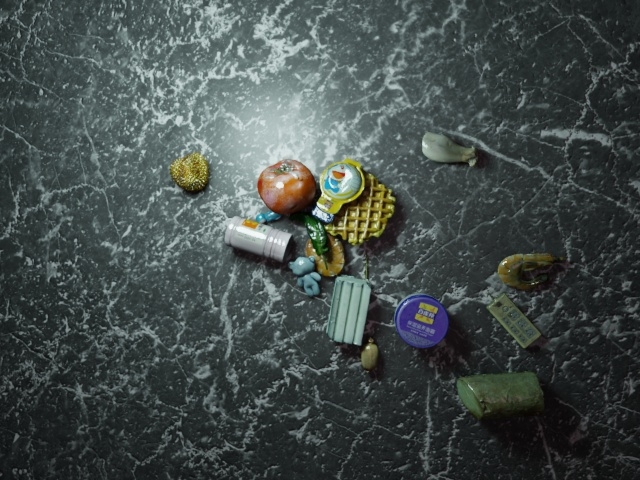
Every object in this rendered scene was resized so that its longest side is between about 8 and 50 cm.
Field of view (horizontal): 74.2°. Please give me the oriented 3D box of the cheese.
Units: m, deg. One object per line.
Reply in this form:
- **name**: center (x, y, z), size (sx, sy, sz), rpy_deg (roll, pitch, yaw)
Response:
- **cheese**: center (0.067, -0.195, 1.633), size (0.177, 0.069, 0.270), rpy_deg (28, 83, 13)

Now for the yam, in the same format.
- **yam**: center (0.702, 0.601, 1.639), size (0.305, 0.168, 0.167), rpy_deg (-7, 92, 4)

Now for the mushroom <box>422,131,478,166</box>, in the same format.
- **mushroom**: center (0.502, -0.348, 1.642), size (0.225, 0.093, 0.116), rpy_deg (21, 74, 9)

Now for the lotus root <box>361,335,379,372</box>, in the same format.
- **lotus root**: center (0.202, 0.468, 1.727), size (0.073, 0.062, 0.150), rpy_deg (2, 95, 5)

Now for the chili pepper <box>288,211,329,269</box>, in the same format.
- **chili pepper**: center (-0.030, -0.021, 1.675), size (0.278, 0.065, 0.122), rpy_deg (59, 140, 19)

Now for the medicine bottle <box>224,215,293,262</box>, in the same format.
- **medicine bottle**: center (-0.249, -0.003, 1.714), size (0.250, 0.133, 0.133), rpy_deg (19, 95, 6)

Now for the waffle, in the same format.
- **waffle**: center (0.146, -0.135, 1.676), size (0.282, 0.058, 0.300), rpy_deg (29, 81, 11)

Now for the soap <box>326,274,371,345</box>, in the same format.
- **soap**: center (0.115, 0.277, 1.712), size (0.150, 0.094, 0.261), rpy_deg (10, 96, 1)

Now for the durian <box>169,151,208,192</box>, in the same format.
- **durian**: center (-0.535, -0.278, 1.735), size (0.158, 0.137, 0.167), rpy_deg (5, 108, 25)

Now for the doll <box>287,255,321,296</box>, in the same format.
- **doll**: center (-0.052, 0.143, 1.739), size (0.120, 0.075, 0.179), rpy_deg (-17, 117, 13)

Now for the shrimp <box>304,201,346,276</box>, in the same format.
- **shrimp**: center (0.000, 0.000, 1.729), size (0.165, 0.062, 0.316), rpy_deg (-18, 90, 14)

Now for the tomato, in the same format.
- **tomato**: center (-0.132, -0.200, 1.645), size (0.232, 0.231, 0.188), rpy_deg (-13, 131, 6)

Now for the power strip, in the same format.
- **power strip**: center (0.754, 0.305, 1.677), size (0.092, 0.034, 0.268), rpy_deg (-42, 88, 7)

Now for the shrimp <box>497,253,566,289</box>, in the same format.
- **shrimp**: center (0.828, 0.123, 1.650), size (0.255, 0.059, 0.145), rpy_deg (-1, 95, 6)

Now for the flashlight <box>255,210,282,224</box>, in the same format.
- **flashlight**: center (-0.205, -0.105, 1.748), size (0.129, 0.051, 0.051), rpy_deg (-22, 91, 3)

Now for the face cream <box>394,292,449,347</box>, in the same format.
- **face cream**: center (0.396, 0.313, 1.676), size (0.206, 0.111, 0.205), rpy_deg (0, 92, 5)

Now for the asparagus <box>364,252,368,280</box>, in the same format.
- **asparagus**: center (0.189, 0.108, 1.734), size (0.014, 0.015, 0.114), rpy_deg (0, 94, 8)
